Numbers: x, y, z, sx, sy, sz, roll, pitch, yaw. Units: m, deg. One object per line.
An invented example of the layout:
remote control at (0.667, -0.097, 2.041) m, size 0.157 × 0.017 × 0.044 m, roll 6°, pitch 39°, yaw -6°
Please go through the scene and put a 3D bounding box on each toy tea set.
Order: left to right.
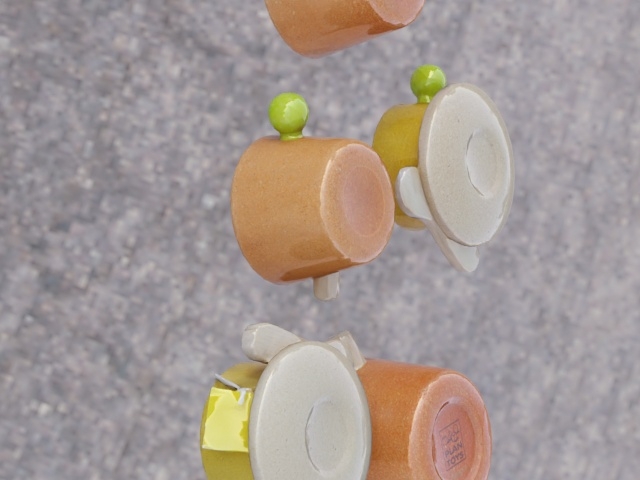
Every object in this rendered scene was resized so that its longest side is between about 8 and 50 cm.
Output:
toy tea set at (0.000, 0.000, 0.865) m, size 0.200 × 0.124 × 0.336 m, roll 28°, pitch 63°, yaw -48°
